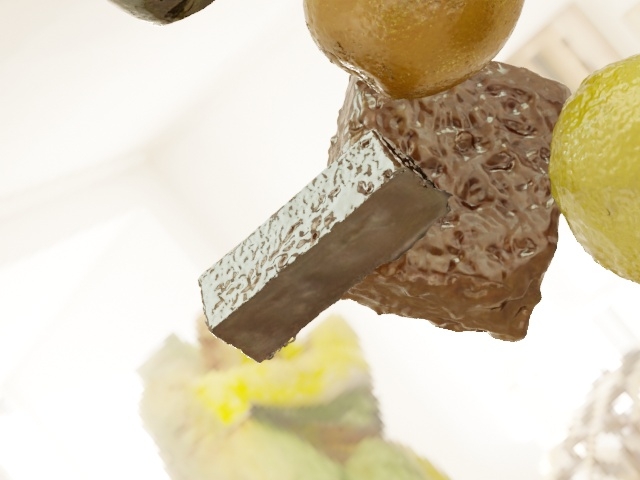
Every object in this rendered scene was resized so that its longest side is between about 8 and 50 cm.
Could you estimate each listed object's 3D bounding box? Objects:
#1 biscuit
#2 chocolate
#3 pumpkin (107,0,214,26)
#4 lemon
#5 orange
[{"bbox_3d":[0.174,-0.081,2.348,0.166,0.343,0.395,125,158,-66],"label":"biscuit"},{"bbox_3d":[0.000,0.000,1.999,0.321,0.112,0.112,-40,-47,15],"label":"chocolate"},{"bbox_3d":[-0.141,-0.364,1.828,0.280,0.139,0.190,-40,37,-4],"label":"pumpkin"},{"bbox_3d":[0.397,-0.079,1.810,0.322,0.268,0.268,0,25,38],"label":"lemon"},{"bbox_3d":[0.109,-0.301,1.954,0.274,0.274,0.274,-40,-2,-1],"label":"orange"}]
